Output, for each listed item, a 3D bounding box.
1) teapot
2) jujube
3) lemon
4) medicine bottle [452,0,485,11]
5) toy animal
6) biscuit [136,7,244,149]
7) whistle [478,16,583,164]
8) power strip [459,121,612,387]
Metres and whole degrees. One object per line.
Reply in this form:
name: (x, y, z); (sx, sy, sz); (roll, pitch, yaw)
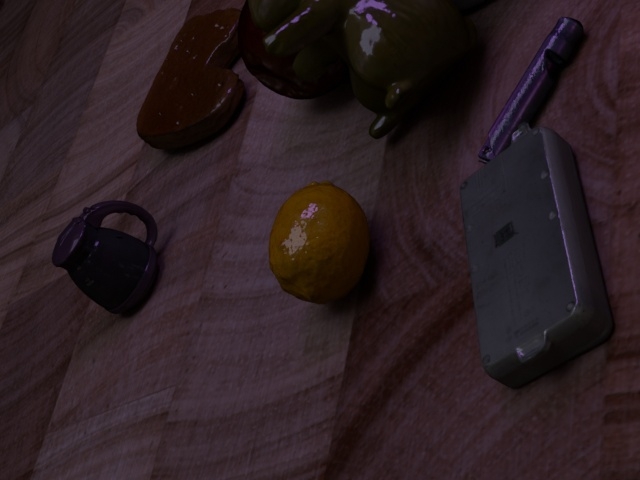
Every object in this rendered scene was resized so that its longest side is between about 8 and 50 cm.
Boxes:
teapot: (-0.311, 0.020, 1.652); (0.148, 0.146, 0.116); (-45, 31, 19)
jujube: (-0.001, -0.313, 1.497); (0.255, 0.190, 0.190); (-54, 29, -7)
lemon: (0.000, 0.000, 1.252); (0.114, 0.114, 0.155); (-26, 40, 41)
medicine bottle: (0.136, -0.435, 1.352); (0.252, 0.241, 0.252); (-35, 37, 32)
toy animal: (-0.007, -0.274, 1.306); (0.180, 0.363, 0.181); (-57, -8, -2)
biscuit: (-0.187, -0.269, 1.854); (0.262, 0.052, 0.277); (-9, 53, 46)
whistle: (0.217, -0.153, 1.167); (0.176, 0.033, 0.033); (-59, 30, -4)
power strip: (0.189, 0.008, 1.035); (0.118, 0.046, 0.270); (-38, 35, 33)
